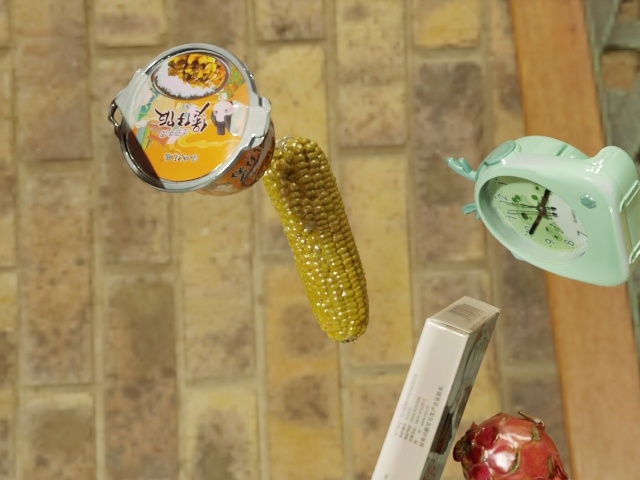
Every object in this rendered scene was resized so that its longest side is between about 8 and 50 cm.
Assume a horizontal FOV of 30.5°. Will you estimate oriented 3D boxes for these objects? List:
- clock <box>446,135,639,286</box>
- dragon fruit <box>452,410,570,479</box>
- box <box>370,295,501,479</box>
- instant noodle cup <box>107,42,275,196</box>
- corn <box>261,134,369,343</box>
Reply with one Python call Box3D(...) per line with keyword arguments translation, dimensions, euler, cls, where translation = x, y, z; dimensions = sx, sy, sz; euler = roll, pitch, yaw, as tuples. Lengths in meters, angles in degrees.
Box3D(translation=(0.229, -0.041, 1.214), dimensions=(0.066, 0.211, 0.159), euler=(-49, -41, -28), cls="clock")
Box3D(translation=(0.271, 0.305, 1.629), dimensions=(0.133, 0.166, 0.136), euler=(-58, -15, -27), cls="dragon fruit")
Box3D(translation=(0.137, 0.257, 1.551), dimensions=(0.214, 0.069, 0.353), euler=(-15, -57, -70), cls="box")
Box3D(translation=(-0.130, -0.125, 1.374), dimensions=(0.177, 0.208, 0.125), euler=(-63, -27, -4), cls="instant noodle cup")
Box3D(translation=(0.003, -0.001, 1.675), dimensions=(0.102, 0.102, 0.313), euler=(-102, -9, -82), cls="corn")
